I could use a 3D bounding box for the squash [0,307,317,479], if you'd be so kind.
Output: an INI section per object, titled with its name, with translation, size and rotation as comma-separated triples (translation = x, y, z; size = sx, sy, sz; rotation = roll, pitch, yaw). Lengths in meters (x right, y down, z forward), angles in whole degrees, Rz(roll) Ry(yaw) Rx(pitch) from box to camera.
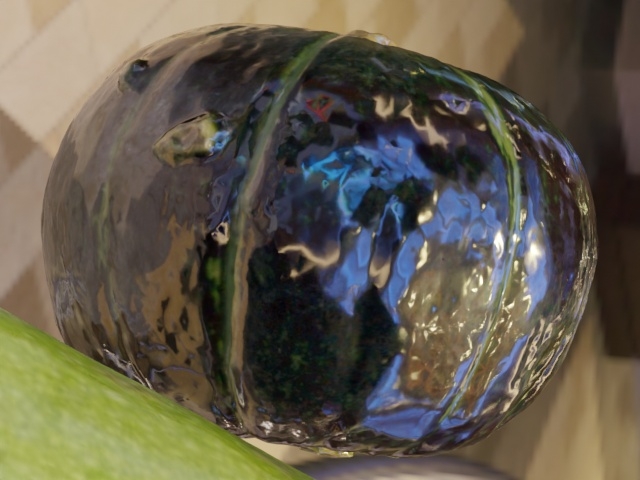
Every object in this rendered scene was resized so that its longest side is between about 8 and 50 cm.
[squash]
translation = -0.074, 0.196, 0.711
size = 0.384, 0.263, 0.263
rotation = 31, 58, -24

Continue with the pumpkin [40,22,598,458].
[pumpkin]
translation = 0.000, 0.000, 1.047
size = 0.323, 0.323, 0.241
rotation = 19, 79, -69
